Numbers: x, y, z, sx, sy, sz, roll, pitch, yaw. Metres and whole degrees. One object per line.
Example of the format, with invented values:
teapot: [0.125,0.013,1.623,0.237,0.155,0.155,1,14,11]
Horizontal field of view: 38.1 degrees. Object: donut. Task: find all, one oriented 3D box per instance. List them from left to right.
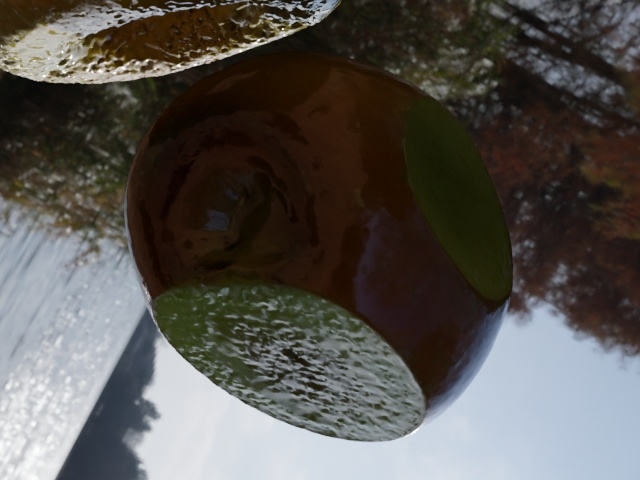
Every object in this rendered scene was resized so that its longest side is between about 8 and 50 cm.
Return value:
donut: [-0.065,-0.110,0.385,0.178,0.066,0.162,-10,-174,32]

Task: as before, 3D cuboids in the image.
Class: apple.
apple: [-0.005,0.001,0.395,0.146,0.147,0.163,-17,-118,25]
